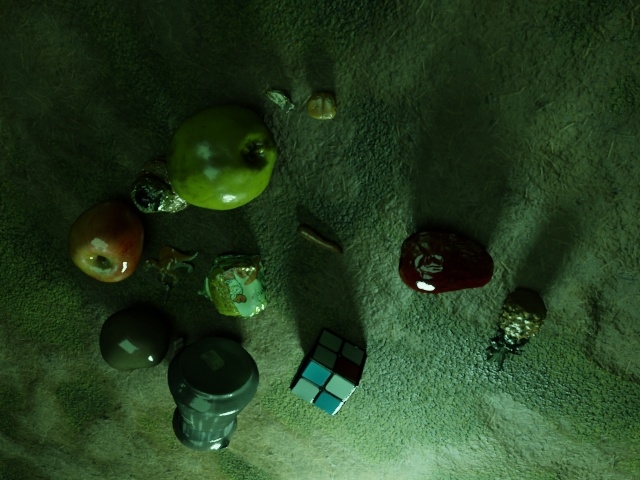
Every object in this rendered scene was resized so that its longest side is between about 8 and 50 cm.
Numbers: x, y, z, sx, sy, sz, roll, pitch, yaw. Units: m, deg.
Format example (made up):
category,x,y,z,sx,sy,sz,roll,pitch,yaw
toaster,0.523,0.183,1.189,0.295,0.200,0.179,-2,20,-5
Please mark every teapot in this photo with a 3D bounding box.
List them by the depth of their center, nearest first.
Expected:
category,x,y,z,sx,sy,sz,roll,pitch,yaw
teapot,-0.409,0.520,1.992,0.376,0.306,0.361,40,132,27

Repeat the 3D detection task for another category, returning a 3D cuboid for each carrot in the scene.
category,x,y,z,sx,sy,sz,roll,pitch,yaw
carrot,-0.001,0.001,1.735,0.165,0.035,0.035,31,120,-3

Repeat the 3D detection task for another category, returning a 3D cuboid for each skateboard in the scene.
category,x,y,z,sx,sy,sz,roll,pitch,yaw
skateboard,-0.551,0.180,1.991,0.064,0.032,0.083,27,118,14

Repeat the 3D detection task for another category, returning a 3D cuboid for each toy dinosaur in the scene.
category,x,y,z,sx,sy,sz,roll,pitch,yaw
toy dinosaur,-0.497,0.066,1.913,0.142,0.057,0.212,47,109,12

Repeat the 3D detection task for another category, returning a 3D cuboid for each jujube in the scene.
category,x,y,z,sx,sy,sz,roll,pitch,yaw
jujube,0.348,0.063,1.597,0.256,0.190,0.189,7,119,-6

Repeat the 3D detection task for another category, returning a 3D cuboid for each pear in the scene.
category,x,y,z,sx,sy,sz,roll,pitch,yaw
pear,-0.297,-0.225,1.584,0.376,0.287,0.287,-3,115,34

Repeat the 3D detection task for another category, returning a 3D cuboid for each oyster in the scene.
category,x,y,z,sx,sy,sz,roll,pitch,yaw
oyster,-0.113,-0.395,1.572,0.093,0.034,0.051,41,136,-19

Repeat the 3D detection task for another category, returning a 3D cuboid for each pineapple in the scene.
category,x,y,z,sx,sy,sz,roll,pitch,yaw
pineapple,0.561,0.264,1.657,0.128,0.128,0.247,18,124,7

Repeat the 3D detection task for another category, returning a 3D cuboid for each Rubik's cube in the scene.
category,x,y,z,sx,sy,sz,roll,pitch,yaw
Rubik's cube,0.028,0.425,1.854,0.184,0.180,0.167,30,119,2

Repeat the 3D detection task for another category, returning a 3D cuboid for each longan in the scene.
category,x,y,z,sx,sy,sz,roll,pitch,yaw
longan,-0.650,0.351,1.996,0.246,0.215,0.245,23,138,23

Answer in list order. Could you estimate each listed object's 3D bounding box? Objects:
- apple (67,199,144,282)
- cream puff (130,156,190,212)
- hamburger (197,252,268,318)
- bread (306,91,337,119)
category,x,y,z,sx,sy,sz,roll,pitch,yaw
apple,-0.671,-0.003,1.823,0.242,0.241,0.241,1,127,2
cream puff,-0.490,-0.149,1.726,0.184,0.169,0.183,6,116,13
hamburger,-0.289,0.152,1.839,0.236,0.125,0.214,-2,106,2
bread,0.007,-0.365,1.543,0.083,0.046,0.081,31,123,-1
